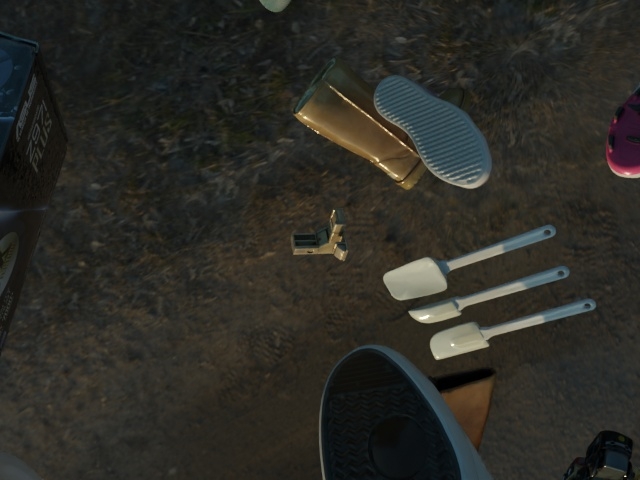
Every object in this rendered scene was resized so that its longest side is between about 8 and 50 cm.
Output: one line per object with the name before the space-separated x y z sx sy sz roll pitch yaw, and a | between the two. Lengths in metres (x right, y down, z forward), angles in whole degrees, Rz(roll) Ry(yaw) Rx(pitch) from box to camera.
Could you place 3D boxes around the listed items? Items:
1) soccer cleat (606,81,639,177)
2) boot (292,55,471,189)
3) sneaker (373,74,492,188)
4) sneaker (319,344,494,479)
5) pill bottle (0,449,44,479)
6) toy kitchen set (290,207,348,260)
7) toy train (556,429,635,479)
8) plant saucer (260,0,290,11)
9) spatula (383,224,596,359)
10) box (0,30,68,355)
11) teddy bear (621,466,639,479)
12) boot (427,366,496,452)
soccer cleat | 0.564 -0.228 1.315 0.116 0.143 0.331 19 78 38
boot | 0.122 -0.254 1.534 0.269 0.089 0.236 35 88 -19
sneaker | 0.223 -0.174 1.374 0.102 0.161 0.282 -50 48 19
sneaker | 0.092 0.211 0.578 0.106 0.123 0.290 -32 68 19
pill bottle | -0.299 0.266 0.607 0.216 0.121 0.121 -40 91 -5
toy kitchen set | 0.000 0.000 1.320 0.075 0.068 0.083 -2 146 -15
toy train | 0.165 0.156 0.522 0.027 0.036 0.158 16 149 10
plant saucer | -0.072 -0.514 1.487 0.037 0.195 0.195 4 104 26
spatula | 0.221 0.070 1.088 0.242 0.019 0.168 -21 111 30
box | -0.209 -0.010 0.456 0.078 0.147 0.180 15 74 -7
teddy bear | 0.304 0.373 0.719 0.245 0.338 0.113 40 153 -24
boot | 0.196 0.271 1.045 0.264 0.096 0.280 -3 117 -3
